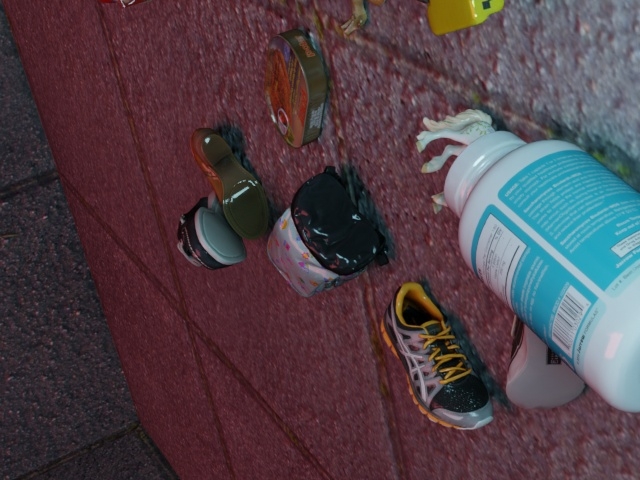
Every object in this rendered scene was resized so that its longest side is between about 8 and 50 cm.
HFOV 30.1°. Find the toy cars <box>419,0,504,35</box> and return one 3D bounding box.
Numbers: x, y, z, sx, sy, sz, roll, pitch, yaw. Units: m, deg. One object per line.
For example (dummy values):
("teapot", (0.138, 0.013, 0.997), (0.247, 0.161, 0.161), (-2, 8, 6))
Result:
("toy cars", (0.075, -0.352, 1.058), (0.393, 0.087, 0.176), (59, 154, 30))

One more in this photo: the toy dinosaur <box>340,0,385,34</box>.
("toy dinosaur", (0.038, -0.294, 1.284), (0.092, 0.053, 0.183), (46, 164, 10))

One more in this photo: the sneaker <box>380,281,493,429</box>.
("sneaker", (0.139, 0.140, 1.448), (0.215, 0.084, 0.083), (53, 152, 36))

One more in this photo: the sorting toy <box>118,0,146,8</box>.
("sorting toy", (-0.278, -0.475, 1.753), (0.046, 0.132, 0.274), (-152, 42, -72))

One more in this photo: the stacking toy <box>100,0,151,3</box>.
("stacking toy", (-0.325, -0.441, 1.944), (0.330, 0.141, 0.141), (-162, 51, -73))

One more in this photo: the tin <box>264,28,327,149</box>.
("tin", (-0.033, -0.198, 1.574), (0.106, 0.040, 0.189), (62, 161, 24))

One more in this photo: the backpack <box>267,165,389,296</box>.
("backpack", (0.000, 0.000, 1.598), (0.152, 0.115, 0.182), (61, 163, 8))

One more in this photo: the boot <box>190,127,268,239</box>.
("boot", (-0.153, -0.100, 1.967), (0.197, 0.073, 0.152), (67, 170, -13))

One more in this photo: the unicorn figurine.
("unicorn figurine", (0.159, -0.061, 1.159), (0.060, 0.111, 0.162), (74, -178, -77))

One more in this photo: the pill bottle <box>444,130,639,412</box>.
("pill bottle", (0.215, 0.011, 1.004), (0.264, 0.146, 0.146), (49, 154, 42))

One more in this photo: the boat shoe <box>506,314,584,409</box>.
("boat shoe", (0.230, 0.096, 1.191), (0.219, 0.078, 0.070), (88, -174, -54))

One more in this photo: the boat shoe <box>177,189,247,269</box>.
("boat shoe", (-0.183, -0.001, 1.939), (0.114, 0.091, 0.302), (51, -171, -8))
